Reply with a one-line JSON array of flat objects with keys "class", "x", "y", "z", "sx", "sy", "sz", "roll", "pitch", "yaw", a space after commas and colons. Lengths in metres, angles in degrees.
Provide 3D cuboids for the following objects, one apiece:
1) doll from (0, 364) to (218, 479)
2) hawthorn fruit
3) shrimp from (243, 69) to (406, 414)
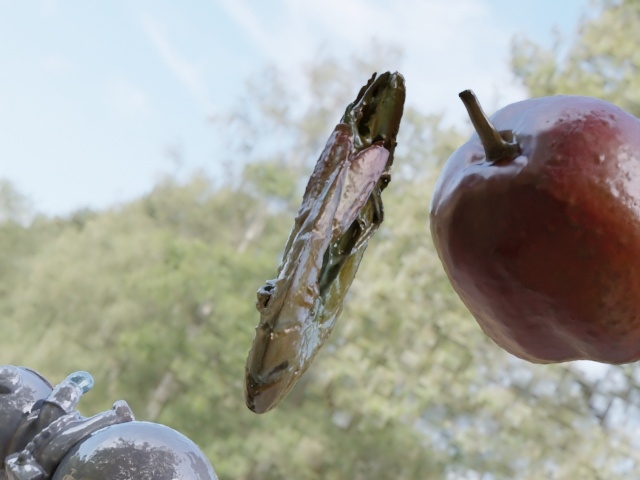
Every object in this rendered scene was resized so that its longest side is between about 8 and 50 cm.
[{"class": "doll", "x": -0.211, "y": 0.191, "z": 1.469, "sx": 0.287, "sy": 0.151, "sz": 0.151, "roll": 24, "pitch": -14, "yaw": 38}, {"class": "hawthorn fruit", "x": 0.232, "y": -0.034, "z": 1.748, "sx": 0.330, "sy": 0.287, "sz": 0.287, "roll": 47, "pitch": -21, "yaw": -30}, {"class": "shrimp", "x": 0.001, "y": 0.000, "z": 1.264, "sx": 0.061, "sy": 0.267, "sz": 0.145, "roll": 27, "pitch": 2, "yaw": 10}]
